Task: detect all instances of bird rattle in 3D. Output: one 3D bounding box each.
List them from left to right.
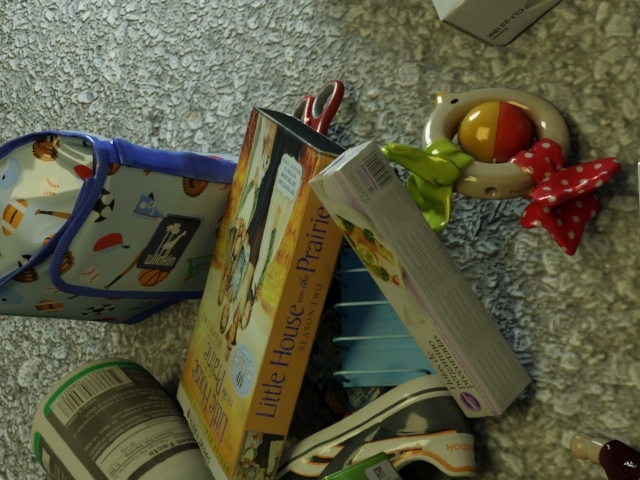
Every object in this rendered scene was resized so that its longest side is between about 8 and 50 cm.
[{"bbox_3d":[0.197,-0.098,1.282,0.253,0.143,0.207,-4,48,17],"label":"bird rattle"}]

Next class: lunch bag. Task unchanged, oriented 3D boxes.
[{"bbox_3d":[-0.296,-0.022,1.640,0.385,0.327,0.239,-26,68,37],"label":"lunch bag"}]

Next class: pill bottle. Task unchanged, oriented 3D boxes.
[{"bbox_3d":[-0.226,0.330,1.580,0.361,0.204,0.204,38,108,43],"label":"pill bottle"}]

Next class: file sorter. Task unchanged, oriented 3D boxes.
[{"bbox_3d":[0.074,0.081,1.374,0.118,0.104,0.170,-4,77,13],"label":"file sorter"}]

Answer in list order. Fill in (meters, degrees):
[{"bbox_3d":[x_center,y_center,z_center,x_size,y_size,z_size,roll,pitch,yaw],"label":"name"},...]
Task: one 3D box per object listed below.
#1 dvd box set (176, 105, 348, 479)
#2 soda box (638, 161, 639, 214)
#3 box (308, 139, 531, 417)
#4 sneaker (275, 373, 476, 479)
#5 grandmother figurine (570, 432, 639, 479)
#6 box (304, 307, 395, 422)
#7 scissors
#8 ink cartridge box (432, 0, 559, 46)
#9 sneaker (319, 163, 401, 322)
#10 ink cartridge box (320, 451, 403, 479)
[{"bbox_3d":[-0.076,0.063,1.456,0.307,0.062,0.421,-136,59,-66],"label":"dvd box set"},{"bbox_3d":[0.415,-0.051,1.117,0.216,0.069,0.074,-9,76,45],"label":"soda box"},{"bbox_3d":[0.108,0.045,1.263,0.324,0.067,0.063,55,148,-11],"label":"box"},{"bbox_3d":[0.046,0.282,1.375,0.321,0.126,0.128,-38,55,34],"label":"sneaker"},{"bbox_3d":[0.280,0.289,1.153,0.342,0.104,0.208,-23,70,41],"label":"grandmother figurine"},{"bbox_3d":[0.030,0.164,1.479,0.137,0.027,0.094,50,116,34],"label":"box"},{"bbox_3d":[-0.015,-0.095,1.513,0.109,0.021,0.297,-33,37,36],"label":"scissors"},{"bbox_3d":[0.200,-0.397,1.375,0.197,0.114,0.273,-38,58,33],"label":"ink cartridge box"},{"bbox_3d":[0.000,0.000,1.504,0.275,0.107,0.110,-56,39,21],"label":"sneaker"},{"bbox_3d":[0.059,0.383,1.235,0.255,0.097,0.189,55,131,20],"label":"ink cartridge box"}]
